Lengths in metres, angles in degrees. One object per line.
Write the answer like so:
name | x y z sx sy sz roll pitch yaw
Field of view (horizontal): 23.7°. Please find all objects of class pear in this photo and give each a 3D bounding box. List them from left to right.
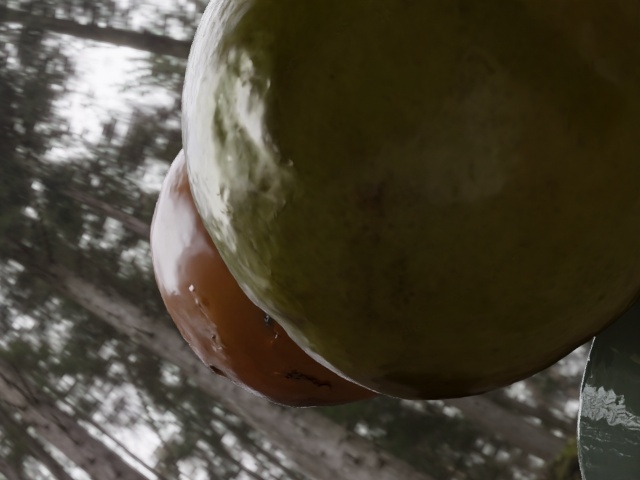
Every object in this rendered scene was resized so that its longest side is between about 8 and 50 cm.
pear | 0.044 -0.041 0.537 0.200 0.200 0.200 -7 -76 -29

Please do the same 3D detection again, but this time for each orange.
orange | 0.000 0.000 1.115 0.246 0.246 0.246 -7 -76 -29

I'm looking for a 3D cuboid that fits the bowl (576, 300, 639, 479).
bowl | 0.333 0.121 1.040 0.289 0.146 0.289 -7 -75 -27
